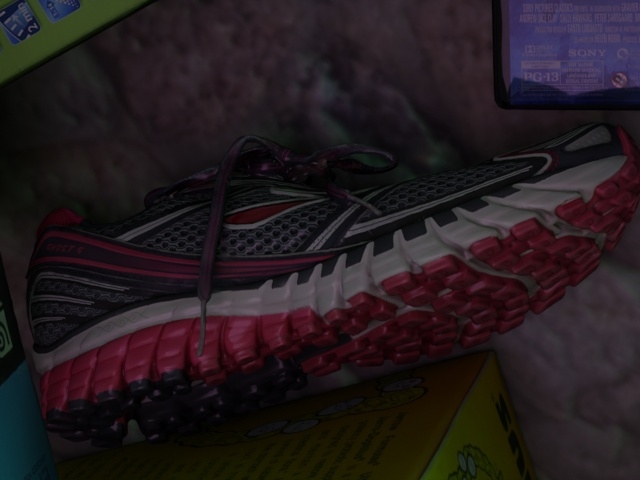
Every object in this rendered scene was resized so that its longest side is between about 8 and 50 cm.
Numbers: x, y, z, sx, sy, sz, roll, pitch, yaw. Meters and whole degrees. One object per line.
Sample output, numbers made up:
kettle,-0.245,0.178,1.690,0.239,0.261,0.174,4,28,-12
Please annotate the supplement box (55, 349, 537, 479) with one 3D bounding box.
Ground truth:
supplement box,-0.069,0.207,0.907,0.357,0.195,0.194,-16,100,18

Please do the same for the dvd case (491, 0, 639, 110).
dvd case,0.163,-0.181,0.841,0.180,0.022,0.253,1,105,14

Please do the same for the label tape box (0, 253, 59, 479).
label tape box,-0.217,0.000,0.742,0.106,0.240,0.333,-7,105,14

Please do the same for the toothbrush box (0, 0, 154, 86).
toothbrush box,-0.175,-0.170,0.874,0.283,0.122,0.206,-27,98,18

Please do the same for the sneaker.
sneaker,0.000,0.000,0.884,0.299,0.121,0.112,-17,69,10
